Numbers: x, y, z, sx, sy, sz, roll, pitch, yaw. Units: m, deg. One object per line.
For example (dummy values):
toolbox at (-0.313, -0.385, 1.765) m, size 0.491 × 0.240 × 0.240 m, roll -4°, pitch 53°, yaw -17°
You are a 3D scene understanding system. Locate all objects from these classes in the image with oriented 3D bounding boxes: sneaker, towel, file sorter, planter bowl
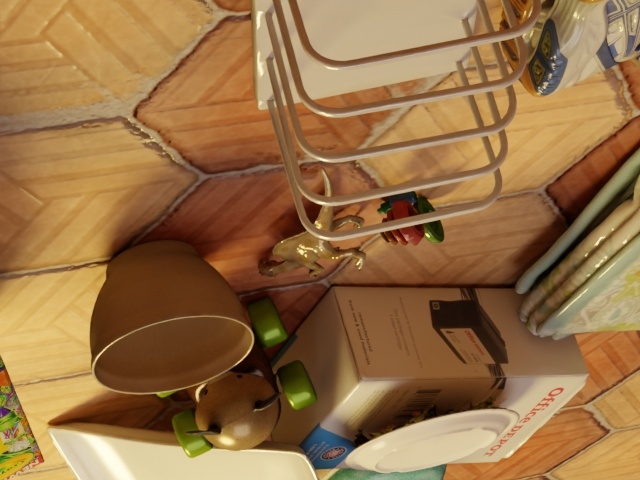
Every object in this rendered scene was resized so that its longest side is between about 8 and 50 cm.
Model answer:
sneaker at (0.241, -0.233, 1.413) m, size 0.131 × 0.112 × 0.296 m, roll -18°, pitch 161°, yaw -18°
towel at (0.425, -0.014, 1.911) m, size 0.320 × 0.090 × 0.374 m, roll -2°, pitch 149°, yaw -32°
file sorter at (0.056, -0.144, 1.385) m, size 0.193 × 0.173 × 0.278 m, roll -12°, pitch 152°, yaw -7°
planter bowl at (-0.157, 0.068, 1.727) m, size 0.162 × 0.109 × 0.162 m, roll -13°, pitch 151°, yaw -7°

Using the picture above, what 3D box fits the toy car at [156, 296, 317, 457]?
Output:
toy car at (-0.095, 0.159, 1.814) m, size 0.155 × 0.149 × 0.188 m, roll -25°, pitch -172°, yaw 1°

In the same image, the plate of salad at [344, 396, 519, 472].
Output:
plate of salad at (0.121, 0.212, 1.926) m, size 0.200 × 0.048 × 0.200 m, roll -13°, pitch 161°, yaw -5°

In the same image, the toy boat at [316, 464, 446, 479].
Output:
toy boat at (0.011, 0.344, 2.277) m, size 0.318 × 0.148 × 0.267 m, roll -7°, pitch 151°, yaw -17°

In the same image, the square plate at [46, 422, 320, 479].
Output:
square plate at (-0.111, 0.328, 2.063) m, size 0.347 × 0.049 × 0.344 m, roll 2°, pitch 137°, yaw 27°

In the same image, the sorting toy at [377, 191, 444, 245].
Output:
sorting toy at (0.085, -0.018, 1.749) m, size 0.042 × 0.061 × 0.102 m, roll -27°, pitch 169°, yaw 21°

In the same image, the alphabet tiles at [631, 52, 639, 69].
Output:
alphabet tiles at (0.419, -0.226, 1.600) m, size 0.285 × 0.011 × 0.342 m, roll -27°, pitch 150°, yaw 20°

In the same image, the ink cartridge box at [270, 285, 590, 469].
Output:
ink cartridge box at (0.116, 0.160, 2.015) m, size 0.307 × 0.129 × 0.223 m, roll 2°, pitch 146°, yaw -29°

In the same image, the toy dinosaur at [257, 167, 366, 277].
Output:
toy dinosaur at (0.000, 0.000, 1.745) m, size 0.092 × 0.053 × 0.183 m, roll 2°, pitch 147°, yaw -28°

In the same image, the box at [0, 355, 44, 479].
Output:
box at (-0.434, 0.150, 1.587) m, size 0.290 × 0.177 × 0.279 m, roll -26°, pitch 157°, yaw -12°
